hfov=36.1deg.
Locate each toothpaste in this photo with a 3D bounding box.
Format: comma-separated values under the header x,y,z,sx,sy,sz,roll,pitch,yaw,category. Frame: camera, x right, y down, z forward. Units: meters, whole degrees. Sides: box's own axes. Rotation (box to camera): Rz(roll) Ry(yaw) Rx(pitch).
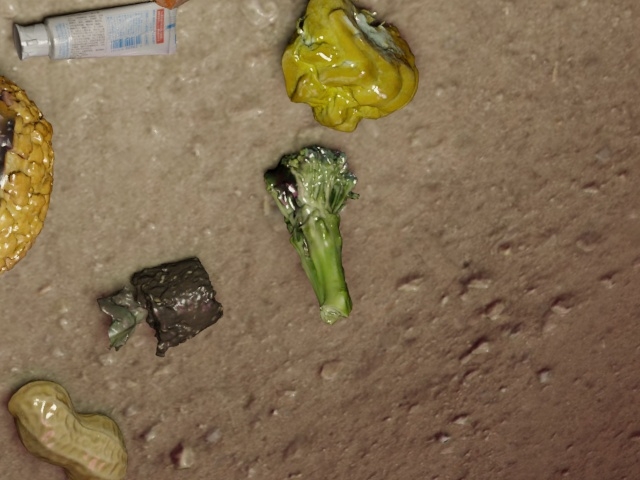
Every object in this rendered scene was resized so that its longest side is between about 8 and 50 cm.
x,y,z,sx,sy,sz,roll,pitch,yaw,category
-0.316,-0.296,1.410,0.234,0.057,0.089,-11,129,-24,toothpaste

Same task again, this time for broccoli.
x,y,z,sx,sy,sz,roll,pitch,yaw,category
0.004,-0.004,1.601,0.145,0.304,0.165,-16,149,10,broccoli

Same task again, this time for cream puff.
x,y,z,sx,sy,sz,roll,pitch,yaw,category
0.041,-0.255,1.517,0.221,0.195,0.195,25,111,-30,cream puff
-0.512,-0.086,1.300,0.343,0.231,0.327,-46,115,-30,cream puff

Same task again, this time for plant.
x,y,z,sx,sy,sz,roll,pitch,yaw,category
-0.275,0.115,1.669,0.203,0.131,0.142,-23,133,-5,plant

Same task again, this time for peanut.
x,y,z,sx,sy,sz,roll,pitch,yaw,category
-0.450,0.354,1.775,0.136,0.120,0.298,-50,131,-15,peanut

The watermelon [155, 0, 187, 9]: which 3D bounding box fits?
x,y,z,sx,sy,sz,roll,pitch,yaw,category
-0.224,-0.406,1.325,0.192,0.140,0.256,-27,143,22,watermelon
